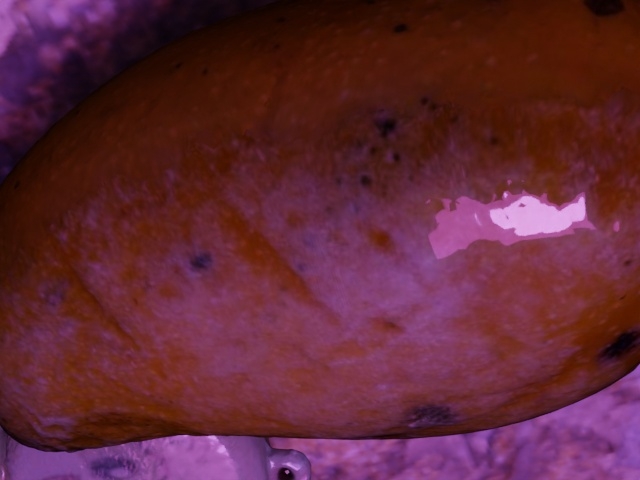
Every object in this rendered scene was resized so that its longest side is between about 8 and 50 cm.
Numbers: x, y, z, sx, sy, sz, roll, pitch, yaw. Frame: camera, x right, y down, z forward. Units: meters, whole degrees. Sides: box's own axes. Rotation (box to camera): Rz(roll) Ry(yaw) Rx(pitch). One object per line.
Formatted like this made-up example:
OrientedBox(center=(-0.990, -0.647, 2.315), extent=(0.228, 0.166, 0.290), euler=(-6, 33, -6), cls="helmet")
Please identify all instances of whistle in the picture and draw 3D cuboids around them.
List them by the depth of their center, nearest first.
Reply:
OrientedBox(center=(-0.131, 0.106, 0.821), extent=(0.258, 0.067, 0.126), euler=(-2, 114, 6), cls="whistle")

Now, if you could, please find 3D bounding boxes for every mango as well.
OrientedBox(center=(0.000, -0.008, 0.684), extent=(0.329, 0.175, 0.176), euler=(-6, 89, 25), cls="mango")
